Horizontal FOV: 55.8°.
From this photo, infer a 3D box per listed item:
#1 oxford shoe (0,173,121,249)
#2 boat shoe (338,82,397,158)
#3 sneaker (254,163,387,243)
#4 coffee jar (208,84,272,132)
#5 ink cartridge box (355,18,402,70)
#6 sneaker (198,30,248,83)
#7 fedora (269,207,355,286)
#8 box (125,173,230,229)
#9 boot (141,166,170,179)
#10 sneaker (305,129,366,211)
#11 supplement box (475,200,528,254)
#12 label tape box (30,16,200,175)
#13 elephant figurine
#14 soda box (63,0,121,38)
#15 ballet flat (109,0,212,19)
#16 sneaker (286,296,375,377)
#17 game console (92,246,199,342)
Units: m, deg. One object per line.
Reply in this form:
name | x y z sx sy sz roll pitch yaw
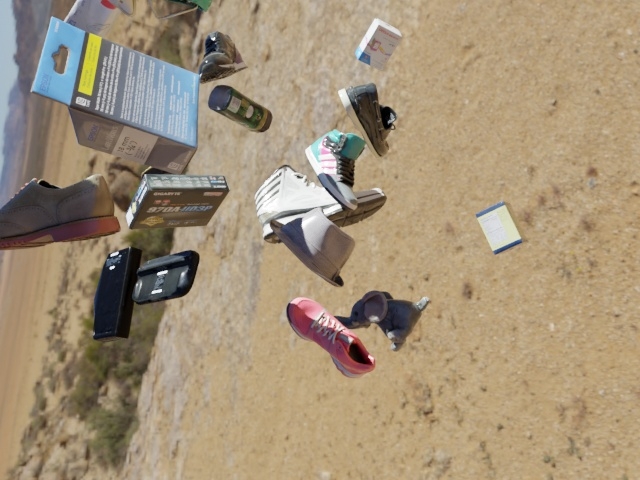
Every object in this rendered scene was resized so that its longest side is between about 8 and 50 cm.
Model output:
oxford shoe | -0.557 -0.052 1.176 0.123 0.348 0.130 -18 -79 -82
boat shoe | 0.157 -0.338 1.692 0.113 0.340 0.127 -26 60 12
sneaker | -0.010 -0.169 2.057 0.169 0.448 0.257 109 144 -68
coffee jar | -0.226 -0.375 1.736 0.096 0.184 0.079 18 87 39
ink cartridge box | 0.174 -0.587 1.816 0.122 0.089 0.052 -57 26 31
sneaker | -0.294 -0.513 1.676 0.283 0.107 0.124 -75 -37 -72
fedora | 0.000 0.000 1.545 0.124 0.275 0.244 -46 63 2
box | -0.367 -0.098 1.552 0.175 0.220 0.051 -47 57 43
boot | -0.540 -0.296 2.202 0.213 0.077 0.165 -25 25 23
sneaker | 0.082 -0.245 1.915 0.178 0.124 0.295 -43 56 20
supplement box | 0.337 -0.023 1.121 0.056 0.083 0.083 -27 79 23
label tape box | -0.436 -0.305 1.305 0.106 0.334 0.240 -45 40 42
elephant figurine | 0.175 0.222 1.871 0.186 0.239 0.169 -48 -18 -33
soda box | -0.567 -0.669 1.625 0.286 0.091 0.098 -53 15 8
ballet flat | -0.313 -0.442 1.081 0.083 0.247 0.087 -131 42 -77
sneaker | 0.042 0.267 1.728 0.116 0.314 0.136 -51 9 -25
game console | -0.396 0.110 1.345 0.361 0.044 0.213 -14 64 39
